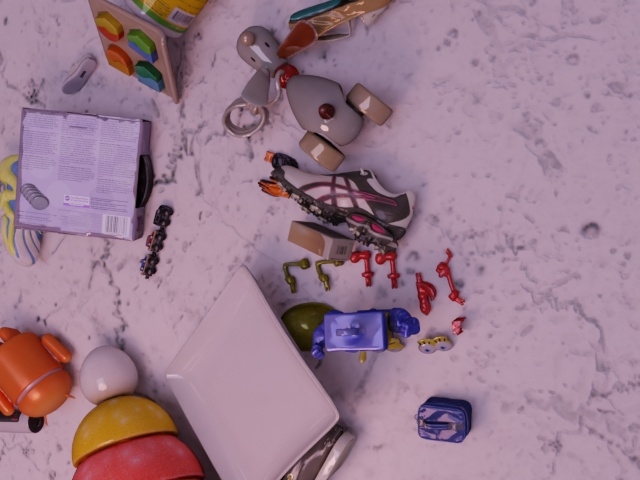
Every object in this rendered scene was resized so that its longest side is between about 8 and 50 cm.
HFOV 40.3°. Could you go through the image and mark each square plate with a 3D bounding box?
[{"bbox_3d":[-0.131,0.282,1.627,0.344,0.049,0.347,54,126,25],"label":"square plate"}]

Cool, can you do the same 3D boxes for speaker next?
[{"bbox_3d":[-0.679,0.397,1.924,0.136,0.055,0.055,-3,94,23],"label":"speaker"}]

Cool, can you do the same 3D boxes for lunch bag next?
[{"bbox_3d":[0.215,0.317,1.542,0.098,0.065,0.067,0,95,22],"label":"lunch bag"}]

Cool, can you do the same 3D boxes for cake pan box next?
[{"bbox_3d":[-0.471,-0.133,1.743,0.267,0.070,0.246,5,99,5],"label":"cake pan box"}]

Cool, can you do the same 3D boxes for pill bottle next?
[{"bbox_3d":[-0.244,-0.510,1.609,0.136,0.136,0.246,47,110,12],"label":"pill bottle"}]

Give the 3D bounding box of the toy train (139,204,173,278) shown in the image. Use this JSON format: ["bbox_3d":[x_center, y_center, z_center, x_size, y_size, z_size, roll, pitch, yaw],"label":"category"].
[{"bbox_3d":[-0.335,0.003,1.757,0.036,0.027,0.158,23,103,22],"label":"toy train"}]

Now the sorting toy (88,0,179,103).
[{"bbox_3d":[-0.360,-0.364,1.658,0.208,0.193,0.038,34,66,18],"label":"sorting toy"}]

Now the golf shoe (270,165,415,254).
[{"bbox_3d":[0.041,-0.081,1.571,0.273,0.105,0.120,29,83,17],"label":"golf shoe"}]

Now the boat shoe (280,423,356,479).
[{"bbox_3d":[-0.047,0.468,1.645,0.091,0.109,0.305,34,101,16],"label":"boat shoe"}]

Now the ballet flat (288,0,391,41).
[{"bbox_3d":[0.056,-0.405,1.543,0.232,0.080,0.073,-15,117,25],"label":"ballet flat"}]

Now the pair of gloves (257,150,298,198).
[{"bbox_3d":[-0.080,-0.124,1.649,0.074,0.010,0.083,20,100,21],"label":"pair of gloves"}]

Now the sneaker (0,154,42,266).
[{"bbox_3d":[-0.603,-0.068,1.826,0.126,0.091,0.240,-10,91,22],"label":"sneaker"}]

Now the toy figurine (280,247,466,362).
[{"bbox_3d":[0.050,0.122,1.508,0.362,0.217,0.191,-2,95,22],"label":"toy figurine"}]

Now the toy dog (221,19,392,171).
[{"bbox_3d":[-0.044,-0.265,1.516,0.333,0.161,0.220,22,88,22],"label":"toy dog"}]

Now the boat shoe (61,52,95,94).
[{"bbox_3d":[-0.499,-0.344,1.790,0.100,0.035,0.035,-46,51,24],"label":"boat shoe"}]

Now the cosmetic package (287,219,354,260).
[{"bbox_3d":[0.000,0.000,1.580,0.115,0.060,0.041,25,105,45],"label":"cosmetic package"}]

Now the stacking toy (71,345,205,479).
[{"bbox_3d":[-0.372,0.426,1.703,0.350,0.350,0.480,-28,69,22],"label":"stacking toy"}]

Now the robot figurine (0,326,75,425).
[{"bbox_3d":[-0.619,0.284,1.848,0.219,0.158,0.128,46,138,12],"label":"robot figurine"}]
